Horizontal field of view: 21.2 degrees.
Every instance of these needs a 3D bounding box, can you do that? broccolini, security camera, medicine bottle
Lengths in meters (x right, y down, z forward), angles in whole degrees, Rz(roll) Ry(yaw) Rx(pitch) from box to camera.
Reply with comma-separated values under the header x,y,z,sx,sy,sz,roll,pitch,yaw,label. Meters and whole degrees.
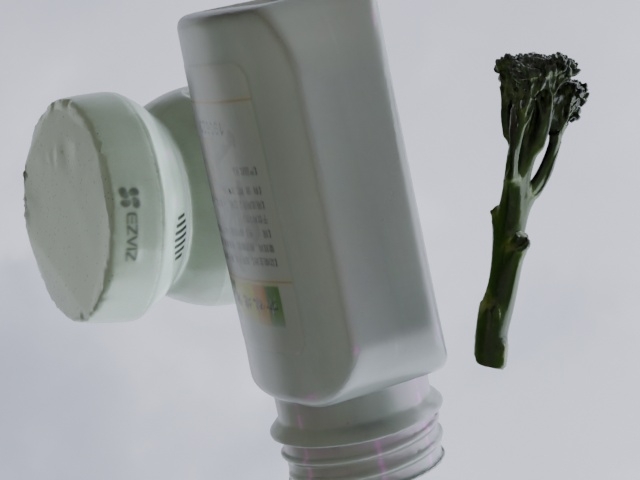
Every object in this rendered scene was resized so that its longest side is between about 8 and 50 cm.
x,y,z,sx,sy,sz,roll,pitch,yaw,label
0.138,-0.021,1.163,0.067,0.058,0.216,8,-88,12,broccolini
-0.106,-0.035,1.414,0.194,0.236,0.194,21,-65,56,security camera
0.000,0.000,1.127,0.124,0.324,0.179,-14,-170,-23,medicine bottle
